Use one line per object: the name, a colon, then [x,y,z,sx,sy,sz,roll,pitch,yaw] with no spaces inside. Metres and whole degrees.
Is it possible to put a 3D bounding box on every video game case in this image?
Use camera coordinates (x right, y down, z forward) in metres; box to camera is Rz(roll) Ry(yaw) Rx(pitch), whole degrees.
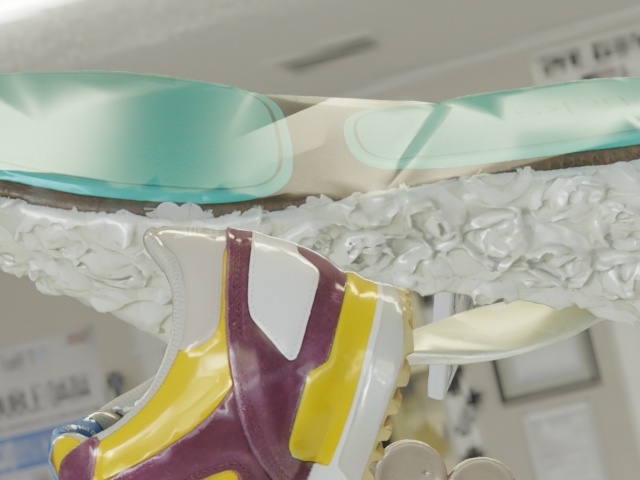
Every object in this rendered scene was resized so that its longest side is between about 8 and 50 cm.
video game case: [0.126,0.039,1.653,0.019,0.157,0.143,13,42,14]

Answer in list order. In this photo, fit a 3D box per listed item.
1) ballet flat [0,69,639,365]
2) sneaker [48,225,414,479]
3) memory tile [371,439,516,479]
ballet flat: [0.000,0.000,0.857,0.409,0.147,0.147,0,-5,0]
sneaker: [-0.040,0.087,0.504,0.084,0.185,0.069,19,1,-4]
memory tile: [0.017,0.148,0.933,0.148,0.113,0.012,15,3,-3]
